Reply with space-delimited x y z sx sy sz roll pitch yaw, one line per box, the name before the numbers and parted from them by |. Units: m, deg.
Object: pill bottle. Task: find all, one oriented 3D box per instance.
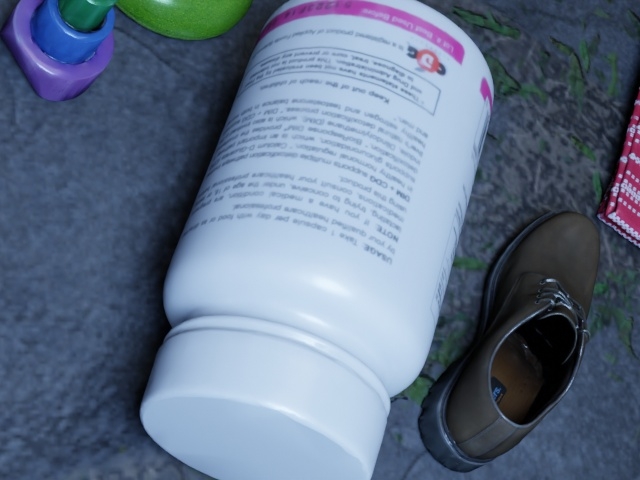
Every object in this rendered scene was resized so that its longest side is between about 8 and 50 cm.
pill bottle | 0.000 0.000 0.791 0.160 0.160 0.283 30 57 -19

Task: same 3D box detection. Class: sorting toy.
sorting toy | -0.060 -0.228 0.870 0.127 0.126 0.365 48 53 -7

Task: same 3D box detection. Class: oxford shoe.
oxford shoe | 0.157 0.059 0.906 0.083 0.096 0.227 38 54 -11

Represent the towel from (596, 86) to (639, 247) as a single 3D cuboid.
towel | 0.337 -0.076 1.113 0.199 0.031 0.274 34 58 -18
